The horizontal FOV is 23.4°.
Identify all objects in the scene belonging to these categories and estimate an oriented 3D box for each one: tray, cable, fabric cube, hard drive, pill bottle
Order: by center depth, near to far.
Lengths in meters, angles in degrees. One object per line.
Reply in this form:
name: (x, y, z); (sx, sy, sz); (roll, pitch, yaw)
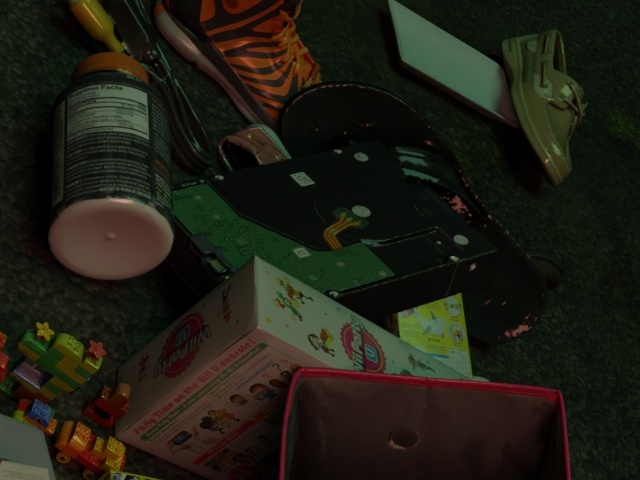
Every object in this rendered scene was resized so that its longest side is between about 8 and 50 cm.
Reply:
fabric cube: (0.082, 0.300, 1.408); (0.259, 0.258, 0.254); (6, 42, -1)
pill bottle: (-0.222, -0.088, 1.636); (0.130, 0.130, 0.246); (27, 39, -33)
hard drive: (0.000, 0.000, 1.732); (0.339, 0.064, 0.237); (-15, 45, -38)
cable: (-0.216, -0.207, 1.866); (0.287, 0.072, 0.139); (61, 14, -5)
tray: (0.206, -0.275, 2.462); (0.270, 0.030, 0.145); (25, 39, -35)

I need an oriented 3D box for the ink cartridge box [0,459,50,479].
ink cartridge box: (-0.260, 0.244, 1.217); (0.099, 0.056, 0.135); (19, 42, -40)

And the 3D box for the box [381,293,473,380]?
box: (0.127, 0.098, 1.916); (0.105, 0.043, 0.179); (11, 61, -27)

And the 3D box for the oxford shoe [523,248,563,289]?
oxford shoe: (0.267, 0.060, 2.163); (0.227, 0.082, 0.096); (6, 69, -47)

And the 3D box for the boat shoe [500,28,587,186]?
boat shoe: (0.374, -0.231, 2.516); (0.122, 0.110, 0.341); (58, 18, -44)

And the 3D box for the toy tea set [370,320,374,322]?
toy tea set: (-0.003, 0.078, 1.744); (0.200, 0.124, 0.336); (39, 33, -18)

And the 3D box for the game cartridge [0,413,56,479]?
game cartridge: (-0.338, 0.217, 1.251); (0.294, 0.060, 0.196); (12, 52, -46)

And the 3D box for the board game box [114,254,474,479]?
board game box: (-0.018, 0.168, 1.539); (0.303, 0.224, 0.098); (30, 38, -31)

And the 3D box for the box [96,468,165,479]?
box: (-0.140, 0.265, 1.446); (0.169, 0.054, 0.059); (19, 43, -40)

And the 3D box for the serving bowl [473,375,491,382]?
serving bowl: (0.212, 0.207, 1.974); (0.083, 0.027, 0.083); (33, 35, -27)

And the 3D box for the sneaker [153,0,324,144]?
sneaker: (-0.046, -0.249, 1.975); (0.321, 0.180, 0.125); (37, 34, -20)

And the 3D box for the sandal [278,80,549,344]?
sandal: (0.135, -0.039, 1.979); (0.446, 0.167, 0.107); (42, 7, -14)

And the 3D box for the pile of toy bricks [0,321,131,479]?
pile of toy bricks: (-0.243, 0.122, 1.416); (0.212, 0.105, 0.118); (37, 34, -21)

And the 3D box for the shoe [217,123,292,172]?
shoe: (-0.052, -0.066, 1.895); (0.178, 0.063, 0.081); (50, 33, 9)
